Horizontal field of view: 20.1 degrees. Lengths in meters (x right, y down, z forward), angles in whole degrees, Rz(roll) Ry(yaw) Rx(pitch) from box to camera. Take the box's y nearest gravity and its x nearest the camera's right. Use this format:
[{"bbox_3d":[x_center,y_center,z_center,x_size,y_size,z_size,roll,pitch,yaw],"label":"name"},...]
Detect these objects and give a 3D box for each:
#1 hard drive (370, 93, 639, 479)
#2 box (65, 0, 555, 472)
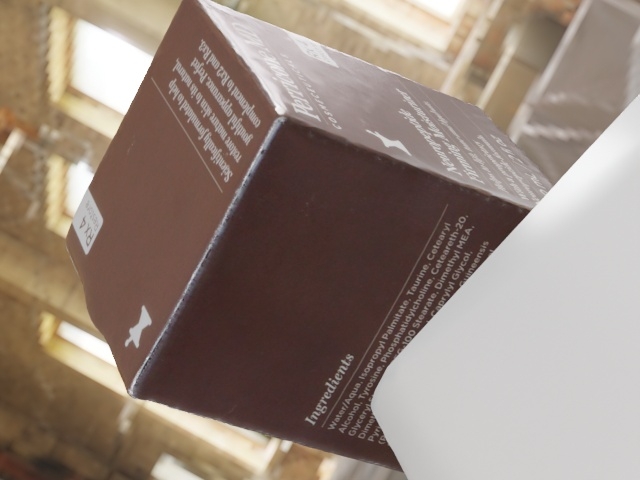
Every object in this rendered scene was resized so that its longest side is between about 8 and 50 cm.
[{"bbox_3d":[0.125,0.011,0.444,0.233,0.047,0.353,-47,11,3],"label":"hard drive"},{"bbox_3d":[0.000,0.000,0.966,0.167,0.203,0.168,-60,31,18],"label":"box"}]
